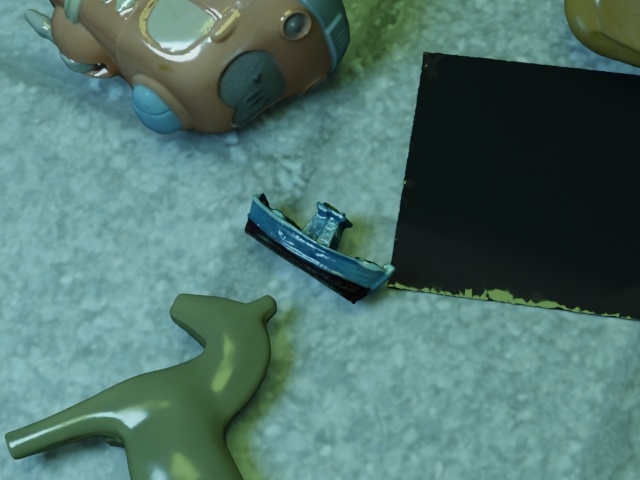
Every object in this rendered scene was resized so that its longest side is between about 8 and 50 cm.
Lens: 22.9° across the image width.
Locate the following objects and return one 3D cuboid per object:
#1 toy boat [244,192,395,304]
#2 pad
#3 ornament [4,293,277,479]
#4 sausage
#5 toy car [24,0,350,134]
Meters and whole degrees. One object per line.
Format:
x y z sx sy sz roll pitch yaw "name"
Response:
0.000 0.000 1.328 0.137 0.060 0.061 34 90 21 "toy boat"
0.256 -0.043 1.375 0.368 0.007 0.247 7 63 6 "pad"
-0.120 0.157 1.250 0.245 0.061 0.230 -21 62 -8 "ornament"
0.333 -0.201 1.389 0.241 0.120 0.136 16 21 8 "sausage"
-0.119 -0.205 1.383 0.270 0.180 0.212 36 80 19 "toy car"
